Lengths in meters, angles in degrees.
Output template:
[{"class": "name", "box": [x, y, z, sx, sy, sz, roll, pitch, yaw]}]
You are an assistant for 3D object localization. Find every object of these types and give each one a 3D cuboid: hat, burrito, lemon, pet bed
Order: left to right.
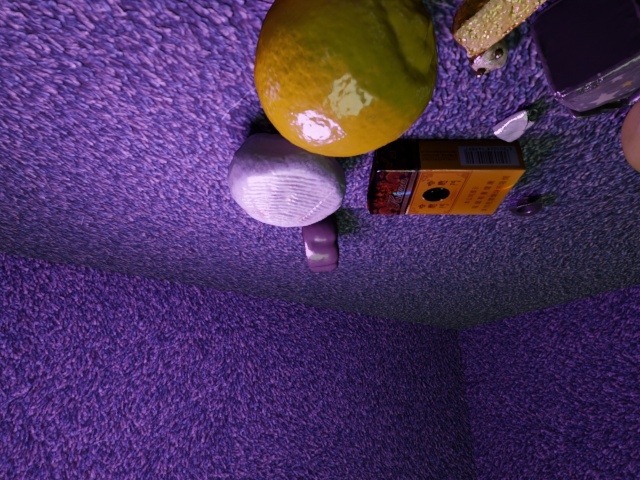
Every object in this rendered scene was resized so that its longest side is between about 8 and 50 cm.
[{"class": "lemon", "box": [0.042, -0.318, 0.752, 0.349, 0.347, 0.348, 1, 155, 0]}, {"class": "hat", "box": [0.362, -0.394, 0.877, 0.076, 0.059, 0.077, 19, 146, -42]}, {"class": "burrito", "box": [0.517, -0.306, 1.071, 0.075, 0.044, 0.118, 14, 155, -19]}, {"class": "hat", "box": [0.726, -0.125, 1.439, 0.121, 0.050, 0.121, 3, 161, 1]}, {"class": "pet bed", "box": [0.528, -0.361, 0.765, 0.160, 0.210, 0.183, 10, 154, -39]}]

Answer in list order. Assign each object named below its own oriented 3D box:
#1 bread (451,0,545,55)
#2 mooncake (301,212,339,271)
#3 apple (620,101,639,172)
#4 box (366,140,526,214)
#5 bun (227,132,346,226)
[{"class": "bread", "box": [0.338, -0.442, 0.770, 0.103, 0.065, 0.187, 16, 152, -25]}, {"class": "mooncake", "box": [0.000, 0.000, 1.538, 0.134, 0.244, 0.244, -3, 155, -1]}, {"class": "apple", "box": [0.862, -0.263, 0.944, 0.280, 0.278, 0.279, 1, 155, 0]}, {"class": "box", "box": [0.359, -0.186, 1.254, 0.417, 0.115, 0.264, 0, 156, 1]}, {"class": "bun", "box": [-0.095, -0.180, 1.195, 0.356, 0.194, 0.354, 0, 152, 0]}]
